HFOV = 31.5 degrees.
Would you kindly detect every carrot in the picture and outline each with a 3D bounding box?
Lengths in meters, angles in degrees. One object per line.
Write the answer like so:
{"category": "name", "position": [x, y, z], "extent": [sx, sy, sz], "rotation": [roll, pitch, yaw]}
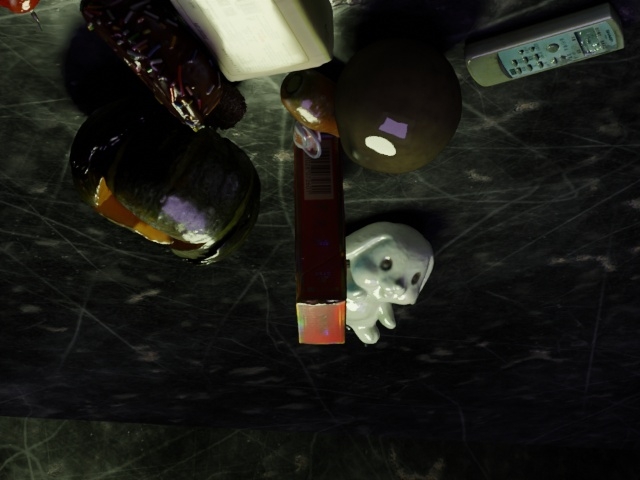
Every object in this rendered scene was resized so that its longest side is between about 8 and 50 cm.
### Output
{"category": "carrot", "position": [0.018, -0.205, 1.787], "extent": [0.087, 0.087, 0.193], "rotation": [-22, 148, 35]}

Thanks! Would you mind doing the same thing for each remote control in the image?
{"category": "remote control", "position": [0.333, -0.290, 1.697], "extent": [0.233, 0.038, 0.098], "rotation": [-14, 153, 21]}

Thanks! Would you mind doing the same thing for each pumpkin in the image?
{"category": "pumpkin", "position": [-0.243, -0.097, 1.785], "extent": [0.320, 0.192, 0.320], "rotation": [27, 166, 7]}

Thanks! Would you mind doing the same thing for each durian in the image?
{"category": "durian", "position": [-0.159, -0.211, 1.769], "extent": [0.080, 0.080, 0.091], "rotation": [-21, 138, 34]}

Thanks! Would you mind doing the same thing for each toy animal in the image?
{"category": "toy animal", "position": [0.111, 0.076, 2.308], "extent": [0.289, 0.174, 0.249], "rotation": [-16, 140, 28]}

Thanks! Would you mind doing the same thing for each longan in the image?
{"category": "longan", "position": [0.114, -0.200, 1.686], "extent": [0.197, 0.196, 0.220], "rotation": [-3, 144, 1]}

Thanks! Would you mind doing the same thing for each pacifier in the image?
{"category": "pacifier", "position": [-0.004, -0.181, 1.864], "extent": [0.078, 0.081, 0.099], "rotation": [-26, 162, -19]}

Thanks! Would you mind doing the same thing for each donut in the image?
{"category": "donut", "position": [-0.219, -0.253, 1.522], "extent": [0.089, 0.235, 0.235], "rotation": [-44, 152, -5]}

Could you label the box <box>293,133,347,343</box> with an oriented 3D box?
{"category": "box", "position": [0.000, 0.000, 1.951], "extent": [0.089, 0.313, 0.197], "rotation": [-1, 155, -1]}

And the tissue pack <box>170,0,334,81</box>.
{"category": "tissue pack", "position": [-0.092, -0.322, 1.475], "extent": [0.159, 0.125, 0.234], "rotation": [-9, 155, 16]}

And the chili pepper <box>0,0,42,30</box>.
{"category": "chili pepper", "position": [-0.388, -0.337, 1.454], "extent": [0.084, 0.086, 0.192], "rotation": [-28, 148, -12]}
